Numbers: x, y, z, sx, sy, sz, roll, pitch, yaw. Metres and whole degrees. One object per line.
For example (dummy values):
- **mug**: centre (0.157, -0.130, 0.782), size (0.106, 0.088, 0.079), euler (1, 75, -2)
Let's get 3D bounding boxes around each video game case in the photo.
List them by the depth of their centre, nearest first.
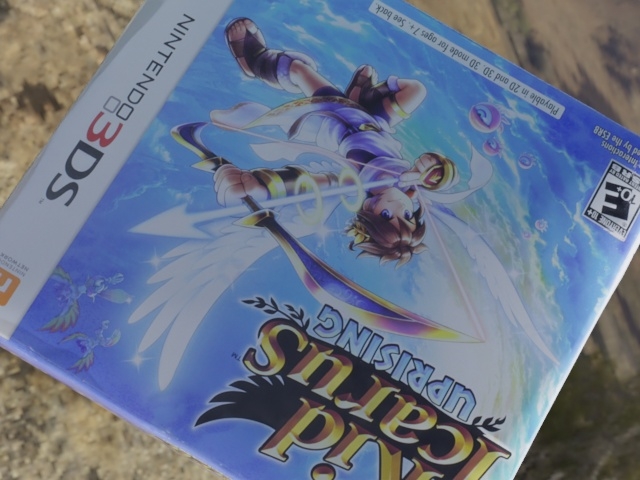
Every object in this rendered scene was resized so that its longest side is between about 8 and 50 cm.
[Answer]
- **video game case**: centre (0.000, 0.000, 0.573), size (0.270, 0.244, 0.061), euler (30, -14, 3)
